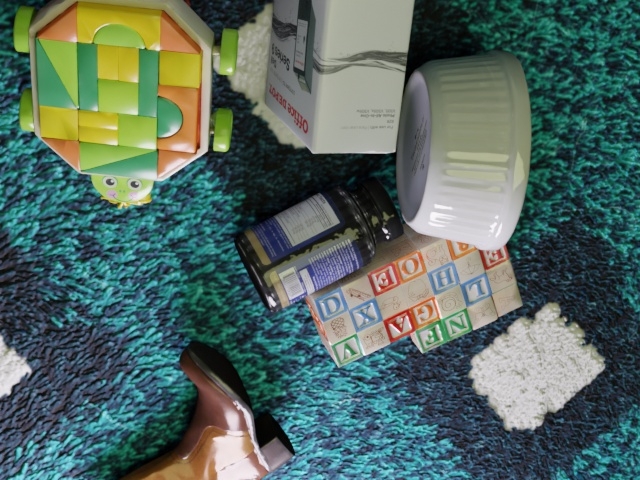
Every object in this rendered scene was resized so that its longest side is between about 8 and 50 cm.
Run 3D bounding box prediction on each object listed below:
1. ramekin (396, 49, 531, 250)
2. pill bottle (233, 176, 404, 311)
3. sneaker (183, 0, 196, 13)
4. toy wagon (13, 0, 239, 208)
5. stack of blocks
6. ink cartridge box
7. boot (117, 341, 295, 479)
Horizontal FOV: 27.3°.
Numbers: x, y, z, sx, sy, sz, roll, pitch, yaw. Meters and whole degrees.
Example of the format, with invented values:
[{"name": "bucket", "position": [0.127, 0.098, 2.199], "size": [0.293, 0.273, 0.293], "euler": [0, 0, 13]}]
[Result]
[{"name": "ramekin", "position": [0.185, -0.123, 1.781], "size": [0.127, 0.273, 0.273], "euler": [2, 113, -9]}, {"name": "pill bottle", "position": [0.000, 0.000, 1.843], "size": [0.219, 0.123, 0.123], "euler": [-27, 120, -7]}, {"name": "sneaker", "position": [-0.243, -0.290, 1.652], "size": [0.125, 0.104, 0.262], "euler": [-25, 124, 19]}, {"name": "toy wagon", "position": [-0.243, -0.163, 1.647], "size": [0.267, 0.068, 0.344], "euler": [6, 130, -1]}, {"name": "stack of blocks", "position": [0.134, 0.073, 1.947], "size": [0.297, 0.087, 0.171], "euler": [-25, 120, -8]}, {"name": "ink cartridge box", "position": [0.024, -0.276, 1.672], "size": [0.121, 0.211, 0.289], "euler": [-3, 114, -20]}, {"name": "boot", "position": [-0.217, 0.304, 1.946], "size": [0.280, 0.096, 0.264], "euler": [-32, 128, 5]}]
